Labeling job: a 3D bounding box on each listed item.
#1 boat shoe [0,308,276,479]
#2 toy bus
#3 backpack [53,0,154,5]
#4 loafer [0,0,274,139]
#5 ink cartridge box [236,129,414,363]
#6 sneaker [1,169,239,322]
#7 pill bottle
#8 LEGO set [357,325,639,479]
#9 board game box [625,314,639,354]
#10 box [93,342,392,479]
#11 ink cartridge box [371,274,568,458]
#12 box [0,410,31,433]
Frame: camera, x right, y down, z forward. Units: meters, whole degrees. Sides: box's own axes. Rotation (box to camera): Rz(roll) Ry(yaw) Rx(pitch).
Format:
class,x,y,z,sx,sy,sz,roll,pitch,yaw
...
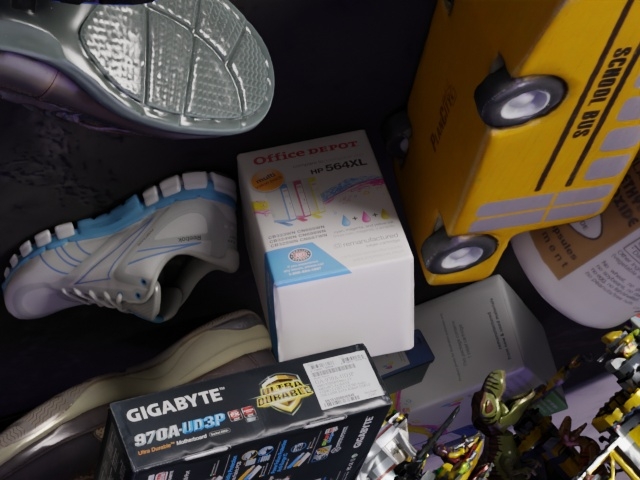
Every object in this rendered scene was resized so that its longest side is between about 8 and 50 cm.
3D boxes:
class,x,y,z,sx,sy,sz,roll,pitch,yaw
boat shoe,-0.144,0.168,1.161,0.355,0.130,0.132,-27,171,-40
toy bus,0.128,-0.095,0.944,0.130,0.108,0.332,-11,153,-13
backpack,-0.091,-0.165,0.711,0.105,0.084,0.114,2,145,-30
loafer,-0.148,-0.112,0.806,0.267,0.096,0.084,17,160,-37
ink cartridge box,0.000,0.000,1.041,0.092,0.143,0.090,-11,136,-8
sneaker,-0.136,0.024,1.069,0.191,0.083,0.071,-25,154,23
pill bottle,0.248,-0.045,1.079,0.131,0.131,0.229,10,144,-41
LEGO set,0.120,0.158,1.199,0.255,0.192,0.331,-41,177,-13
board game box,0.381,0.049,1.213,0.275,0.142,0.144,-37,156,-10
box,-0.063,0.163,1.041,0.175,0.051,0.220,-12,148,-23
ink cartridge box,0.091,0.127,1.383,0.212,0.093,0.154,-20,154,15
box,-0.227,0.214,1.401,0.147,0.077,0.180,-18,154,6
